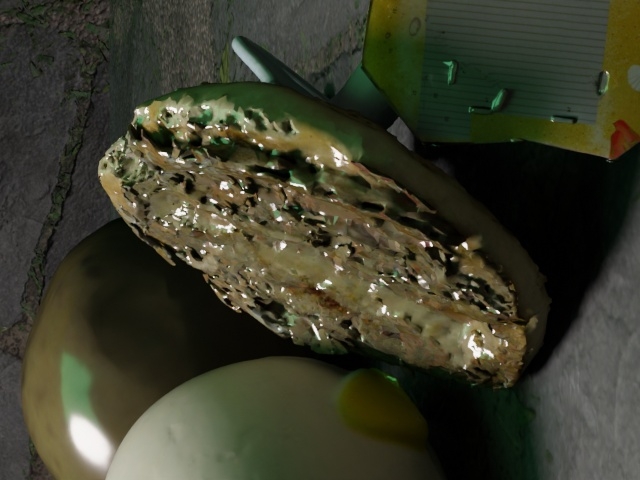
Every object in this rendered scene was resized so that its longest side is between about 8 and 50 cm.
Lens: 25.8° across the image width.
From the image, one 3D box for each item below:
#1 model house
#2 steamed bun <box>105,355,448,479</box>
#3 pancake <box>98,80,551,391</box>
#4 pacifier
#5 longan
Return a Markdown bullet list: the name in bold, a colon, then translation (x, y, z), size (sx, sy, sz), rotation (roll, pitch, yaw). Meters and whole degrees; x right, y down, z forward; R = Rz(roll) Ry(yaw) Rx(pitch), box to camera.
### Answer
- **model house**: translation (0.147, -0.174, 0.957), size (0.136, 0.207, 0.219), rotation (-30, -56, -68)
- **steamed bun**: translation (-0.032, 0.289, 1.212), size (0.334, 0.333, 0.374), rotation (150, 105, -69)
- **pancake**: translation (-0.001, 0.001, 1.077), size (0.071, 0.382, 0.382), rotation (-65, 8, -23)
- **pacifier**: translation (0.057, -0.117, 1.198), size (0.233, 0.244, 0.299), rotation (-53, 28, 13)
- **longan**: translation (-0.155, 0.152, 1.533), size (0.404, 0.336, 0.405), rotation (-10, -90, -88)
